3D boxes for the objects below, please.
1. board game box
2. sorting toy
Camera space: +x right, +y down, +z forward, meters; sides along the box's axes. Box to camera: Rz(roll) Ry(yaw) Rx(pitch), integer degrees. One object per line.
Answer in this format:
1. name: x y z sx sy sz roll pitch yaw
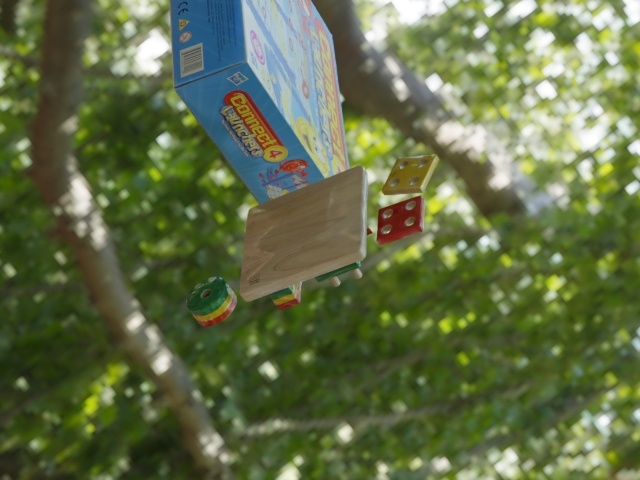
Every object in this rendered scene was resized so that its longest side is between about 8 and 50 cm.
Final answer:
1. board game box: -0.068 -0.205 1.902 0.302 0.086 0.308 54 23 -49
2. sorting toy: 0.000 0.000 1.663 0.046 0.274 0.132 55 23 -34
